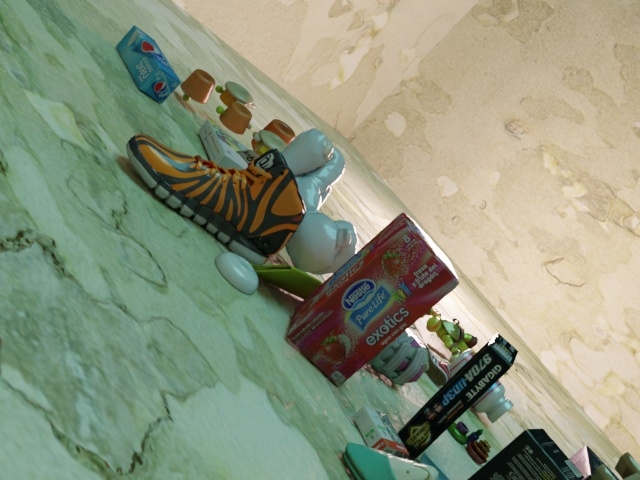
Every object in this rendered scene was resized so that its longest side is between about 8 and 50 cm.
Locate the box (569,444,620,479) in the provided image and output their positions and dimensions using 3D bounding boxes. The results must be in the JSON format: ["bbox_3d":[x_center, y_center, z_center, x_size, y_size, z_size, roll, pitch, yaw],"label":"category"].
[{"bbox_3d":[0.498,0.505,1.436,0.108,0.153,0.207,47,12,12],"label":"box"}]

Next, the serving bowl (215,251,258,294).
[{"bbox_3d":[-0.128,0.047,1.193,0.083,0.027,0.083,41,13,-12],"label":"serving bowl"}]

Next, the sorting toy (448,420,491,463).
[{"bbox_3d":[0.293,0.379,1.440,0.102,0.042,0.061,49,13,19],"label":"sorting toy"}]

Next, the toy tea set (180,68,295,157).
[{"bbox_3d":[-0.212,-0.292,1.889,0.336,0.124,0.200,42,24,2],"label":"toy tea set"}]

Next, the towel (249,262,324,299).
[{"bbox_3d":[-0.017,0.081,1.309,0.237,0.102,0.021,30,63,-49],"label":"towel"}]

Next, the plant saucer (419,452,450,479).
[{"bbox_3d":[0.159,0.370,1.093,0.067,0.018,0.192,46,11,8],"label":"plant saucer"}]

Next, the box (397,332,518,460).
[{"bbox_3d":[0.225,0.251,1.224,0.051,0.220,0.175,45,11,14],"label":"box"}]

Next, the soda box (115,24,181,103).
[{"bbox_3d":[-0.394,-0.403,1.704,0.067,0.071,0.210,31,18,-48],"label":"soda box"}]

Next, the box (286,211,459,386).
[{"bbox_3d":[0.080,0.091,1.188,0.122,0.257,0.128,46,12,-8],"label":"box"}]

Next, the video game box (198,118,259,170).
[{"bbox_3d":[-0.176,-0.170,1.707,0.205,0.048,0.187,36,17,-36],"label":"video game box"}]

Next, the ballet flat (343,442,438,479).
[{"bbox_3d":[0.132,0.338,0.944,0.247,0.087,0.083,50,12,26],"label":"ballet flat"}]

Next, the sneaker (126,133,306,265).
[{"bbox_3d":[-0.157,-0.111,1.258,0.321,0.180,0.124,38,14,-29],"label":"sneaker"}]

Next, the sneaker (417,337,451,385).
[{"bbox_3d":[0.245,0.266,1.656,0.118,0.042,0.067,56,19,15],"label":"sneaker"}]

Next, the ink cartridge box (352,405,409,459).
[{"bbox_3d":[0.097,0.299,1.092,0.063,0.029,0.115,34,16,-43],"label":"ink cartridge box"}]

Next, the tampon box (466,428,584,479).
[{"bbox_3d":[0.318,0.392,1.200,0.101,0.161,0.120,52,15,28],"label":"tampon box"}]

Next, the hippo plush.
[{"bbox_3d":[-0.016,-0.061,1.431,0.236,0.234,0.294,50,13,25],"label":"hippo plush"}]

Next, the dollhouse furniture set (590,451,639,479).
[{"bbox_3d":[0.330,0.427,0.947,0.242,0.212,0.161,86,-21,-48],"label":"dollhouse furniture set"}]

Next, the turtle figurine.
[{"bbox_3d":[0.331,0.237,1.928,0.217,0.087,0.269,36,15,-36],"label":"turtle figurine"}]

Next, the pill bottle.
[{"bbox_3d":[0.363,0.335,1.710,0.160,0.087,0.087,49,13,17],"label":"pill bottle"}]

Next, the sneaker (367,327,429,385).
[{"bbox_3d":[0.142,0.206,1.377,0.111,0.103,0.252,49,13,25],"label":"sneaker"}]
